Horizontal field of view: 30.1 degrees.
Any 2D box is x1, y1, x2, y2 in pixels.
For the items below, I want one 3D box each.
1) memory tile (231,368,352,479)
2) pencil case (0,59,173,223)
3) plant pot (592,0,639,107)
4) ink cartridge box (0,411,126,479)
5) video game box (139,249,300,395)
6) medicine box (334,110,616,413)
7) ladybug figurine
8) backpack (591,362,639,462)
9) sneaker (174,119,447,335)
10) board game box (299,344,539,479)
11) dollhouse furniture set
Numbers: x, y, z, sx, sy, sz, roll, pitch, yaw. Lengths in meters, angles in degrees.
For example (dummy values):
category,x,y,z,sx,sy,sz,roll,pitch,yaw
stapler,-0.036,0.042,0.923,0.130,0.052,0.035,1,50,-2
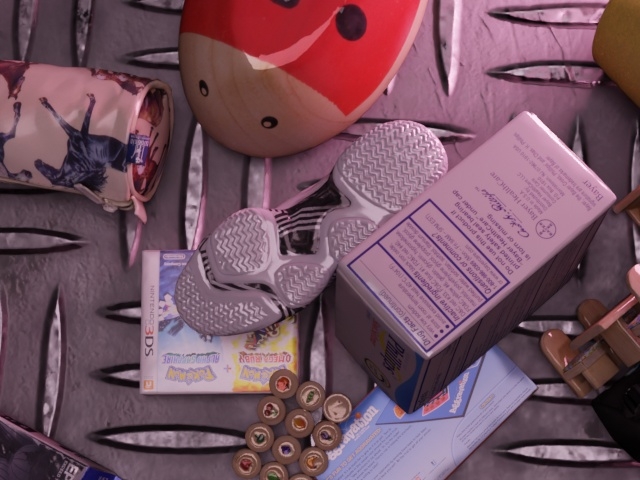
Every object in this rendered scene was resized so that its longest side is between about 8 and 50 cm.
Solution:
category,x,y,z,sx,sy,sz,roll,pitch,yaw
memory tile,-0.034,0.242,1.472,0.113,0.012,0.148,25,89,3
pencil case,-0.402,-0.140,1.520,0.410,0.160,0.183,7,66,4
plant pot,0.494,-0.220,1.454,0.293,0.275,0.274,32,83,24
ink cartridge box,-0.403,0.310,1.491,0.333,0.065,0.165,25,82,6
video game box,-0.128,0.105,1.520,0.205,0.048,0.187,-1,83,3
medicine box,0.169,0.035,1.382,0.289,0.263,0.149,-38,73,-13
ladybug figurine,-0.020,-0.325,1.531,0.305,0.162,0.449,23,82,7
backpack,0.546,0.155,1.352,0.355,0.290,0.273,-50,118,-13
sneaker,0.000,0.000,1.455,0.366,0.210,0.137,-35,80,4
board game box,0.123,0.232,1.494,0.281,0.027,0.145,-43,82,-5
dollhouse furniture set,0.381,0.037,1.429,0.242,0.212,0.161,-33,80,-29
